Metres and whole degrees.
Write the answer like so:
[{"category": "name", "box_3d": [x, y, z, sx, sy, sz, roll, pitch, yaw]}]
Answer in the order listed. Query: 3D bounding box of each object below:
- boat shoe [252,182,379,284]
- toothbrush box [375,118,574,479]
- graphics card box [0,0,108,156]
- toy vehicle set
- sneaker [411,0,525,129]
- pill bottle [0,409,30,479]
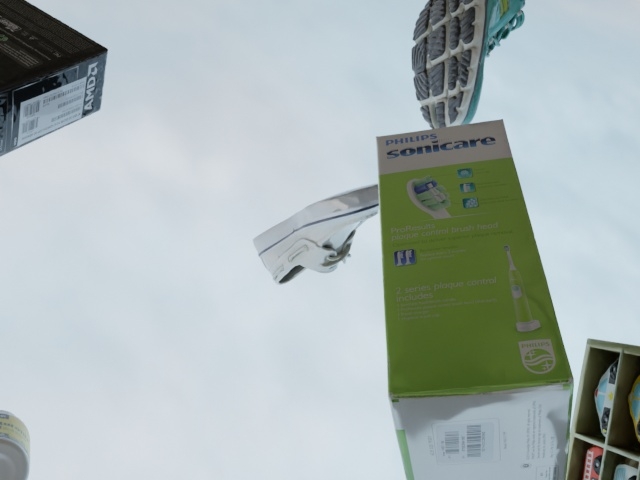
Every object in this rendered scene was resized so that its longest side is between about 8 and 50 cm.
[{"category": "boat shoe", "box_3d": [0.000, 0.000, 0.964, 0.096, 0.267, 0.088, -20, -94, -41]}, {"category": "toothbrush box", "box_3d": [0.120, 0.067, 0.621, 0.122, 0.206, 0.283, -6, -136, 9]}, {"category": "graphics card box", "box_3d": [-0.427, -0.160, 0.739, 0.232, 0.094, 0.371, 30, -140, 12]}, {"category": "toy vehicle set", "box_3d": [0.261, 0.222, 0.607, 0.035, 0.166, 0.267, 14, -96, -14]}, {"category": "sneaker", "box_3d": [0.176, -0.248, 0.795, 0.109, 0.275, 0.107, 15, 175, -28]}, {"category": "pill bottle", "box_3d": [-0.320, 0.207, 0.723, 0.065, 0.065, 0.116, 2, -176, -22]}]
